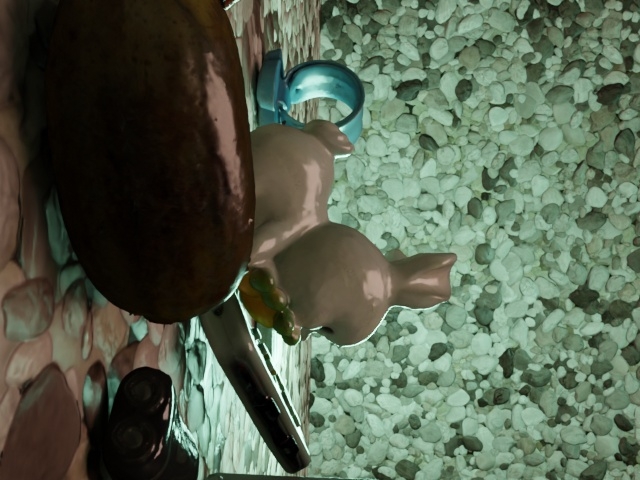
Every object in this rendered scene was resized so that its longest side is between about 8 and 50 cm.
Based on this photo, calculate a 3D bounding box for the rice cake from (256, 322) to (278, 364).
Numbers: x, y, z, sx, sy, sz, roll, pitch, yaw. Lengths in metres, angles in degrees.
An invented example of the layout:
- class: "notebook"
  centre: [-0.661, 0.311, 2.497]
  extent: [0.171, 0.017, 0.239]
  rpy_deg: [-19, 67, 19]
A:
- class: "rice cake"
  centre: [-0.102, 0.149, 1.212]
  extent: [0.085, 0.040, 0.226]
  rpy_deg: [-68, 160, -77]

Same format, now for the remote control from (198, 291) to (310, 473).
- class: "remote control"
  centre: [-0.078, 0.180, 0.791]
  extent: [0.140, 0.056, 0.296]
  rpy_deg: [-120, -172, -48]

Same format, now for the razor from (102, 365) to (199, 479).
- class: "razor"
  centre: [-0.141, 0.176, 0.529]
  extent: [0.148, 0.054, 0.090]
  rpy_deg: [89, 5, -50]

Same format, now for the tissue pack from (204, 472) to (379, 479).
- class: "tissue pack"
  centre: [-0.038, 0.396, 0.776]
  extent: [0.159, 0.246, 0.136]
  rpy_deg: [-74, 165, -72]

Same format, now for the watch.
- class: "watch"
  centre: [-0.015, -0.254, 1.162]
  extent: [0.211, 0.193, 0.211]
  rpy_deg: [4, 90, -87]

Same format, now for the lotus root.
- class: "lotus root"
  centre: [-0.106, -0.054, 0.408]
  extent: [0.123, 0.123, 0.241]
  rpy_deg: [-85, 173, -68]

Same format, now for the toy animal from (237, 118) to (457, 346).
- class: "toy animal"
  centre: [-0.005, 0.005, 0.761]
  extent: [0.247, 0.310, 0.183]
  rpy_deg: [-38, 174, -25]

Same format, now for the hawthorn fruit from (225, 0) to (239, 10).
- class: "hawthorn fruit"
  centre: [-0.104, -0.259, 0.600]
  extent: [0.093, 0.093, 0.093]
  rpy_deg: [2, 90, -86]

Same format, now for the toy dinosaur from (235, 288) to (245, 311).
- class: "toy dinosaur"
  centre: [-0.119, 0.023, 0.949]
  extent: [0.106, 0.044, 0.188]
  rpy_deg: [168, -88, -80]
